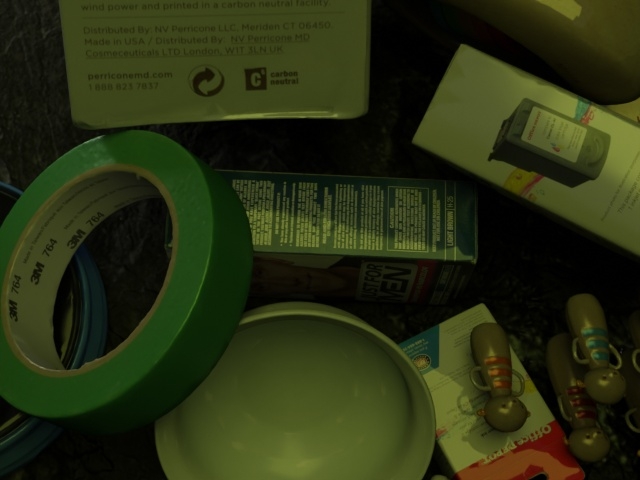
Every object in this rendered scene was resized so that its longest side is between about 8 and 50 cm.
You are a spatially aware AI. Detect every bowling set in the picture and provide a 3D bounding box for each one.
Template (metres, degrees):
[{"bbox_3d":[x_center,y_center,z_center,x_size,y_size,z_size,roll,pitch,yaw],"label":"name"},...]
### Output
[{"bbox_3d":[0.319,0.142,1.293,0.287,0.200,0.154,9,54,-24],"label":"bowling set"}]

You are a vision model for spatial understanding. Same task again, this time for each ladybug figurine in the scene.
[{"bbox_3d":[0.217,-0.293,1.365,0.162,0.305,0.449,-58,38,2],"label":"ladybug figurine"}]

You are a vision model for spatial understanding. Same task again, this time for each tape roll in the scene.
[{"bbox_3d":[-0.223,0.042,1.265,0.321,0.077,0.321,-15,59,27],"label":"tape roll"}]

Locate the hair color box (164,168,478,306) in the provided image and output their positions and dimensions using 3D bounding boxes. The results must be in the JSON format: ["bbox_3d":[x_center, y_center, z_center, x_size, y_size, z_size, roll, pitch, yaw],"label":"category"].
[{"bbox_3d":[0.000,0.000,1.403,0.347,0.174,0.105,3,70,0],"label":"hair color box"}]

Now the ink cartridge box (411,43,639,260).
[{"bbox_3d":[0.281,-0.083,1.331,0.306,0.226,0.131,27,95,18],"label":"ink cartridge box"}]

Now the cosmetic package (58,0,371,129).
[{"bbox_3d":[-0.119,-0.356,1.373,0.330,0.327,0.393,-2,30,-2],"label":"cosmetic package"}]

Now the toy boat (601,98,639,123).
[{"bbox_3d":[0.388,-0.203,1.527,0.268,0.148,0.318,-22,78,-5],"label":"toy boat"}]

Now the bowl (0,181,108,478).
[{"bbox_3d":[-0.449,0.097,1.403,0.391,0.077,0.391,1,68,-2],"label":"bowl"}]

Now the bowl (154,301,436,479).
[{"bbox_3d":[-0.028,0.181,1.320,0.298,0.134,0.297,0,112,-1],"label":"bowl"}]

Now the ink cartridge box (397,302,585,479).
[{"bbox_3d":[0.185,0.206,1.377,0.134,0.078,0.231,-25,71,-12],"label":"ink cartridge box"}]

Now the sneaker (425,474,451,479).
[{"bbox_3d":[0.145,0.401,1.292,0.118,0.110,0.292,2,76,-9],"label":"sneaker"}]
